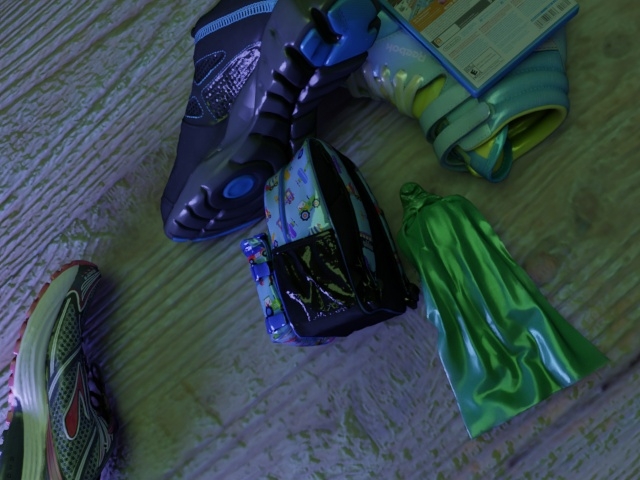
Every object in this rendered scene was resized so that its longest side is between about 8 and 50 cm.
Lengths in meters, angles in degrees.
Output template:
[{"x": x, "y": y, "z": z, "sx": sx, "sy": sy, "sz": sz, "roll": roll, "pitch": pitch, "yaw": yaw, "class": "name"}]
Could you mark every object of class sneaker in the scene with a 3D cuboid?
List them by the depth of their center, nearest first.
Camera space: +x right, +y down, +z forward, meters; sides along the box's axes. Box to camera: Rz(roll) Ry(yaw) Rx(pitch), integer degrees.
[{"x": 0.083, "y": -0.145, "z": 0.823, "sx": 0.319, "sy": 0.127, "sz": 0.208, "roll": -9, "pitch": 74, "yaw": 17, "class": "sneaker"}, {"x": -0.069, "y": -0.134, "z": 0.823, "sx": 0.139, "sy": 0.125, "sz": 0.340, "roll": 56, "pitch": 130, "yaw": 24, "class": "sneaker"}, {"x": -0.258, "y": 0.168, "z": 0.886, "sx": 0.112, "sy": 0.121, "sz": 0.299, "roll": 7, "pitch": 78, "yaw": -10, "class": "sneaker"}]

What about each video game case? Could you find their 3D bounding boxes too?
[{"x": 0.125, "y": -0.219, "z": 0.766, "sx": 0.119, "sy": 0.015, "sz": 0.166, "roll": -40, "pitch": 72, "yaw": -3, "class": "video game case"}]

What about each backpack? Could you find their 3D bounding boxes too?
[{"x": 0.000, "y": 0.000, "z": 0.798, "sx": 0.117, "sy": 0.158, "sz": 0.173, "roll": -23, "pitch": 78, "yaw": 18, "class": "backpack"}]

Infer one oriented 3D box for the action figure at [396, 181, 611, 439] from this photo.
[{"x": 0.137, "y": 0.043, "z": 0.788, "sx": 0.137, "sy": 0.063, "sz": 0.232, "roll": -29, "pitch": 77, "yaw": 1, "class": "action figure"}]
